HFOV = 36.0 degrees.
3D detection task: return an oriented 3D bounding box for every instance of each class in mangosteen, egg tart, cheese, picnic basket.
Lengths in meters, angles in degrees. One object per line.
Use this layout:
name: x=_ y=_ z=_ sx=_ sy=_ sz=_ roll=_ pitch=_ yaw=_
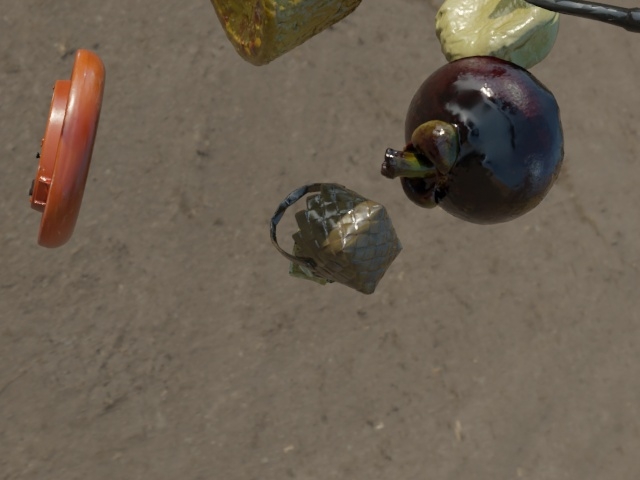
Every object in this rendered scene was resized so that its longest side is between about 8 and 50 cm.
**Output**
mangosteen: x=0.276 y=-0.172 z=1.709 sx=0.293 sy=0.297 sz=0.297 roll=-13 pitch=81 yaw=-62
egg tart: x=-0.044 y=-0.316 z=1.135 sx=0.147 sy=0.202 sz=0.202 roll=-24 pitch=90 yaw=-20
cheese: x=0.326 y=-0.409 z=1.847 sx=0.214 sy=0.226 sz=0.117 roll=62 pitch=0 yaw=36
picnic basket: x=0.008 y=-0.017 z=1.340 sx=0.128 sy=0.179 sz=0.137 roll=-49 pitch=143 yaw=-16

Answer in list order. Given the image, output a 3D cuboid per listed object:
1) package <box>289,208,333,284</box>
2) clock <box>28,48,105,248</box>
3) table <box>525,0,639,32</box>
package: x=0.000 y=0.000 z=1.547 sx=0.047 sy=0.071 sz=0.131 roll=-5 pitch=112 yaw=-62
clock: x=-0.259 y=-0.093 z=0.999 sx=0.051 sy=0.205 sz=0.205 roll=13 pitch=59 yaw=-17
table: x=0.352 y=-0.287 z=0.809 sx=0.249 sy=0.317 sz=0.317 roll=33 pitch=30 yaw=26
